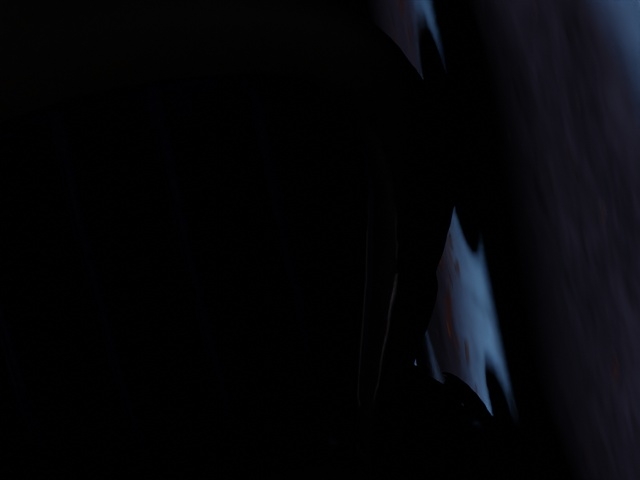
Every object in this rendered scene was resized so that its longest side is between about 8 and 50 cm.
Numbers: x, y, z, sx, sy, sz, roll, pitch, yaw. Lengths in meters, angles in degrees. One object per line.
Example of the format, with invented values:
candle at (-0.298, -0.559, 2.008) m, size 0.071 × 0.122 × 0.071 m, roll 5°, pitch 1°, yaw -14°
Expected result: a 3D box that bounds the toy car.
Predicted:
toy car at (-0.047, 0.078, 0.489) m, size 0.240 × 0.271 × 0.341 m, roll 26°, pitch 131°, yaw 64°
